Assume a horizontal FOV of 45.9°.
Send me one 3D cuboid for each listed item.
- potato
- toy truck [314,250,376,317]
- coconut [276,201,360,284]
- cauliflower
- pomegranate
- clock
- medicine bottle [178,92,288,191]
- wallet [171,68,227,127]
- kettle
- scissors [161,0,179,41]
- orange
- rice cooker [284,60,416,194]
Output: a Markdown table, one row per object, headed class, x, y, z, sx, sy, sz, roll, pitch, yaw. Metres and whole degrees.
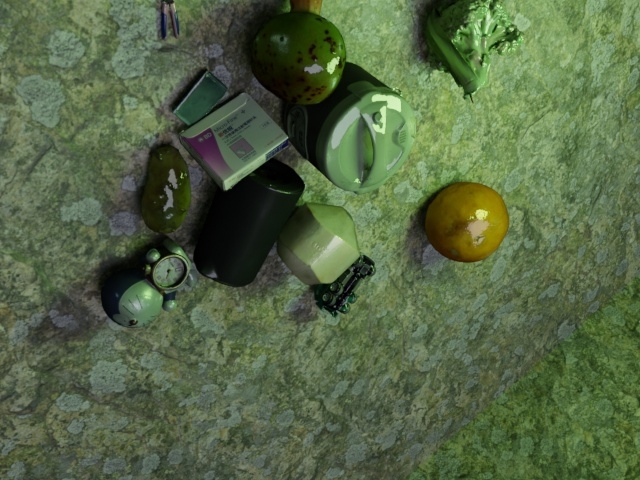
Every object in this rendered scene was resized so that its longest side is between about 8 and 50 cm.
| class | x | y | z | sx | sy | sz | roll | pitch | yaw |
| --- | --- | --- | --- | --- | --- | --- | --- | --- | --- |
| potato | -0.370 | -0.119 | 1.817 | 0.117 | 0.090 | 0.225 | -3 | 117 | -27 |
| toy truck | 0.062 | 0.119 | 2.311 | 0.216 | 0.116 | 0.110 | -55 | 138 | 1 |
| coconut | 0.002 | 0.002 | 2.102 | 0.241 | 0.241 | 0.241 | -20 | 132 | -23 |
| cauliflower | 0.387 | -0.490 | 1.956 | 0.256 | 0.315 | 0.239 | -18 | 164 | 42 |
| pomegranate | -0.036 | -0.448 | 1.705 | 0.231 | 0.231 | 0.285 | 1 | 122 | -37 |
| clock | -0.436 | 0.118 | 1.916 | 0.243 | 0.146 | 0.199 | -38 | 132 | -12 |
| medicine bottle | -0.204 | -0.234 | 1.786 | 0.201 | 0.171 | 0.052 | -37 | 164 | -16 |
| wallet | -0.283 | -0.329 | 1.763 | 0.129 | 0.026 | 0.088 | -49 | 142 | 3 |
| kettle | -0.191 | -0.064 | 1.956 | 0.203 | 0.262 | 0.308 | 24 | 114 | -8 |
| scissors | -0.324 | -0.484 | 1.621 | 0.039 | 0.012 | 0.113 | -19 | 132 | -25 |
| orange | 0.458 | -0.058 | 2.374 | 0.261 | 0.261 | 0.261 | -20 | 132 | -23 |
| rice cooker | 0.073 | -0.279 | 1.884 | 0.288 | 0.277 | 0.288 | -20 | 134 | -22 |
